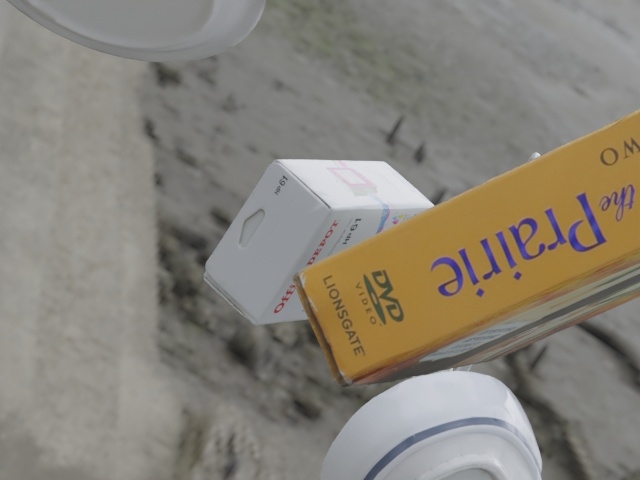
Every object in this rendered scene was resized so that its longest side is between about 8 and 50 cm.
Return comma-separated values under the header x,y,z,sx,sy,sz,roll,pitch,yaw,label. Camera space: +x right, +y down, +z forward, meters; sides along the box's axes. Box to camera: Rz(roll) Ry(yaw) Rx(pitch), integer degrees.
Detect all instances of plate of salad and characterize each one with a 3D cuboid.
x,y,z,sx,sy,sz,roll,pitch,yaw,label
-0.127,-0.182,1.082,0.200,0.200,0.048,26,57,-16,plate of salad

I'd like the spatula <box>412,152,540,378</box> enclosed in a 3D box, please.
x,y,z,sx,sy,sz,roll,pitch,yaw,label
0.110,0.055,1.322,0.019,0.242,0.168,21,35,-3,spatula

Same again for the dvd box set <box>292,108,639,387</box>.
x,y,z,sx,sy,sz,roll,pitch,yaw,label
0.226,-0.042,0.857,0.062,0.420,0.307,67,16,9,dvd box set

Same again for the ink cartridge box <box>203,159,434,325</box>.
x,y,z,sx,sy,sz,roll,pitch,yaw,label
0.000,0.000,1.051,0.052,0.088,0.122,43,23,25,ink cartridge box

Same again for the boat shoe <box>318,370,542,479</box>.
x,y,z,sx,sy,sz,roll,pitch,yaw,label
0.058,0.157,0.716,0.095,0.258,0.084,-18,48,-7,boat shoe
